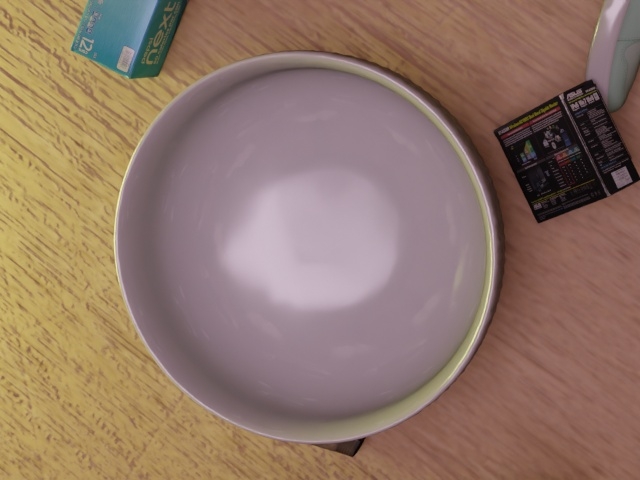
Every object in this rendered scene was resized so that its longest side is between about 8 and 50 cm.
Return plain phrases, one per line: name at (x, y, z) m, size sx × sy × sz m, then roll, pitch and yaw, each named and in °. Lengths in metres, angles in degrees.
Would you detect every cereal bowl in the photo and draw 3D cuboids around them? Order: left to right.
cereal bowl at (0.000, 0.000, 1.225) m, size 0.339 × 0.141 × 0.339 m, roll 2°, pitch 98°, yaw 17°

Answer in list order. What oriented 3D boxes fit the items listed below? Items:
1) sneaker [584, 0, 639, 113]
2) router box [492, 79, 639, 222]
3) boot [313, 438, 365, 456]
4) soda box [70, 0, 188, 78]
sneaker at (0.315, -0.199, 1.126) m, size 0.151 × 0.094 × 0.256 m, roll 25°, pitch 105°, yaw 10°
router box at (0.203, -0.072, 1.167) m, size 0.038 × 0.122 × 0.092 m, roll -26°, pitch 90°, yaw -22°
boot at (0.016, 0.141, 1.293) m, size 0.087 × 0.042 × 0.118 m, roll 33°, pitch 103°, yaw 15°
soda box at (-0.151, -0.256, 1.275) m, size 0.067 × 0.071 × 0.210 m, roll 27°, pitch 104°, yaw 12°
